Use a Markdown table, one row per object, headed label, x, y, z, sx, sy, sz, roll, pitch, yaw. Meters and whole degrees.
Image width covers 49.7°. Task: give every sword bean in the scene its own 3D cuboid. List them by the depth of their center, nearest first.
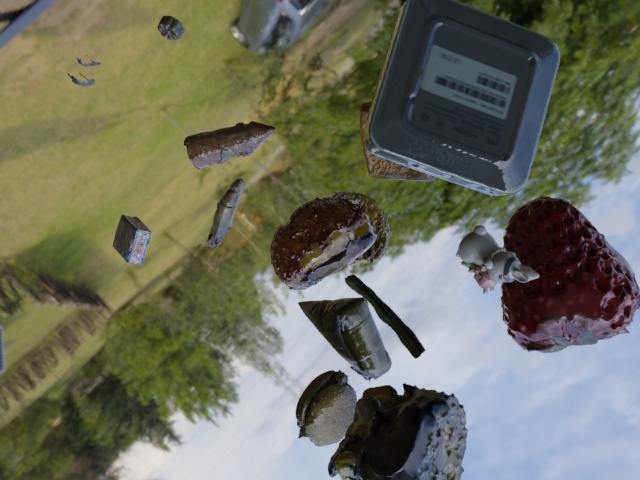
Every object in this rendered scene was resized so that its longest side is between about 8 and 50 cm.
| label | x | y | z | sx | sy | sz | roll | pitch | yaw |
| --- | --- | --- | --- | --- | --- | --- | --- | --- | --- |
| sword bean | 0.155 | 0.178 | 1.675 | 0.043 | 0.269 | 0.038 | -28 | 154 | -35 |

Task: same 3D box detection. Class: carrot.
| label | x | y | z | sx | sy | sz | roll | pitch | yaw |
| --- | --- | --- | --- | --- | --- | --- | --- | --- | --- |
| carrot | -0.228 | -0.259 | 1.798 | 0.263 | 0.101 | 0.102 | -13 | -160 | 26 |

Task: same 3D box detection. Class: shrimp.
| label | x | y | z | sx | sy | sz | roll | pitch | yaw |
| --- | --- | --- | --- | --- | --- | --- | --- | --- | --- |
| shrimp | -0.290 | -0.080 | 2.109 | 0.145 | 0.061 | 0.267 | -75 | -174 | -58 |

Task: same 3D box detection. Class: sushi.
| label | x | y | z | sx | sy | sz | roll | pitch | yaw |
| --- | --- | --- | --- | --- | --- | --- | --- | --- | --- |
| sushi | 0.165 | 0.493 | 1.606 | 0.286 | 0.328 | 0.327 | 9 | -114 | 32 |

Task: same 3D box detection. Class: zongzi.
| label | x | y | z | sx | sy | sz | roll | pitch | yaw |
| --- | --- | --- | --- | --- | --- | --- | --- | --- | --- |
| zongzi | 0.068 | 0.308 | 2.201 | 0.145 | 0.273 | 0.300 | -34 | -164 | -34 |

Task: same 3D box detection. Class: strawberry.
| label | x | y | z | sx | sy | sz | roll | pitch | yaw |
| --- | --- | --- | --- | --- | --- | --- | --- | --- | --- |
| strawberry | 0.541 | 0.072 | 1.589 | 0.295 | 0.344 | 0.317 | -22 | 179 | -23 |

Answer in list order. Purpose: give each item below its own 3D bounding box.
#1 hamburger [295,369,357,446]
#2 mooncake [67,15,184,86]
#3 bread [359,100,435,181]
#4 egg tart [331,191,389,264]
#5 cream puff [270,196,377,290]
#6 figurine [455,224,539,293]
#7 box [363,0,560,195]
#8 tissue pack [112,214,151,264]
| label | x | y | z | sx | sy | sz | roll | pitch | yaw |
| --- | --- | --- | --- | --- | --- | --- | --- | --- | --- |
| hamburger | 0.023 | 0.479 | 1.984 | 0.190 | 0.122 | 0.215 | -11 | 119 | -41 |
| mooncake | -0.445 | -0.436 | 1.576 | 0.347 | 0.150 | 0.057 | -31 | -151 | 44 |
| bread | 0.216 | -0.274 | 1.866 | 0.211 | 0.235 | 0.099 | 5 | -144 | 26 |
| egg tart | 0.101 | -0.034 | 2.150 | 0.232 | 0.252 | 0.098 | -20 | 168 | -23 |
| cream puff | -0.001 | 0.000 | 1.410 | 0.240 | 0.163 | 0.240 | -26 | -178 | 1 |
| figurine | 0.325 | 0.049 | 1.267 | 0.081 | 0.146 | 0.098 | -30 | 147 | -23 |
| box | 0.326 | -0.332 | 1.592 | 0.111 | 0.396 | 0.396 | 166 | -59 | -78 |
| tissue pack | -0.588 | -0.003 | 2.154 | 0.155 | 0.065 | 0.115 | 33 | -72 | 51 |
